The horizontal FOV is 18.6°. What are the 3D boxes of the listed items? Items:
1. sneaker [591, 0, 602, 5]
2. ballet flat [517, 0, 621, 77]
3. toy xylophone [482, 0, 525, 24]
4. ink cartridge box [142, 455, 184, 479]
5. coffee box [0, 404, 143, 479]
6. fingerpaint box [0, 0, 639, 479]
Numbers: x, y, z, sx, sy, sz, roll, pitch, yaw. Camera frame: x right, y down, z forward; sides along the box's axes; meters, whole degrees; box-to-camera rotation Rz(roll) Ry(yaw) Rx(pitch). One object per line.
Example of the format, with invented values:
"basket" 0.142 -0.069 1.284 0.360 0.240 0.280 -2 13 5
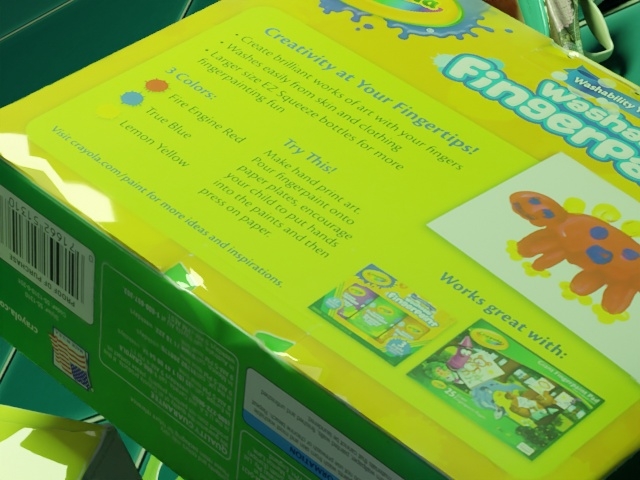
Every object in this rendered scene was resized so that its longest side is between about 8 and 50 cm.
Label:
"sneaker" 0.296 -0.277 1.745 0.210 0.137 0.366 -33 23 22
"ballet flat" 0.221 -0.156 1.711 0.077 0.079 0.221 114 154 -62
"toy xylophone" 0.046 -0.175 1.799 0.322 0.081 0.236 -10 -2 -36
"ink cartridge box" -0.038 0.103 1.474 0.255 0.097 0.189 -67 13 -13
"coffee box" -0.304 0.323 1.349 0.338 0.334 0.338 8 52 24
"fingerpaint box" 0.061 0.022 1.223 0.445 0.163 0.371 33 47 28
